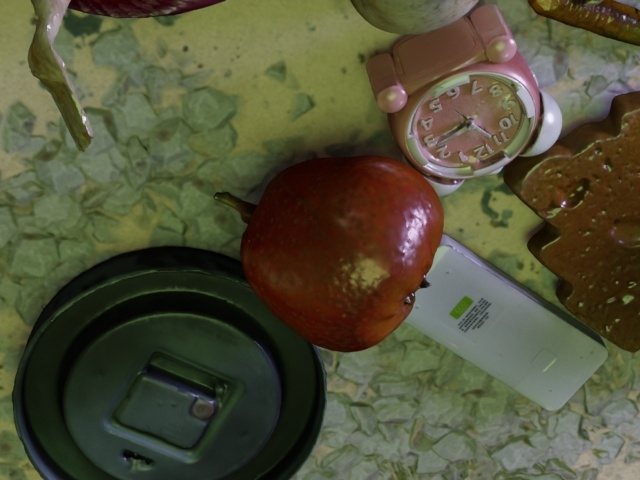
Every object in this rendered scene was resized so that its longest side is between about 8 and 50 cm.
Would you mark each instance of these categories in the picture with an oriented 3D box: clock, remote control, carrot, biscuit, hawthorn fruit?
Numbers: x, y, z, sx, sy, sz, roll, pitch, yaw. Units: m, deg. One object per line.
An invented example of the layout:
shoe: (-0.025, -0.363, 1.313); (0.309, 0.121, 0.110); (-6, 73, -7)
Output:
clock: (0.138, -0.129, 1.321); (0.166, 0.092, 0.162); (-24, 127, 9)
remote control: (0.191, 0.091, 1.469); (0.250, 0.034, 0.103); (31, 109, -22)
clock: (-0.155, 0.157, 1.435); (0.325, 0.067, 0.325); (-3, 118, -6)
carrot: (0.279, -0.216, 1.319); (0.171, 0.042, 0.042); (14, 115, -17)
biscuit: (0.321, -0.015, 1.428); (0.278, 0.043, 0.301); (-4, 119, -9)
hawthorn fruit: (0.000, 0.000, 1.316); (0.226, 0.196, 0.196); (22, 115, 11)

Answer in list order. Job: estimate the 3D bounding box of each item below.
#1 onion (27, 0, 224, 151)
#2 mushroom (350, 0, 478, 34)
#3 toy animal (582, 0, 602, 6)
onion: (-0.175, -0.302, 1.019); (0.358, 0.345, 0.358); (13, 134, 14)
mushroom: (0.061, -0.290, 1.165); (0.195, 0.189, 0.253); (-11, 115, -5)
toy animal: (0.337, -0.281, 1.278); (0.220, 0.069, 0.086); (-38, 97, 3)
